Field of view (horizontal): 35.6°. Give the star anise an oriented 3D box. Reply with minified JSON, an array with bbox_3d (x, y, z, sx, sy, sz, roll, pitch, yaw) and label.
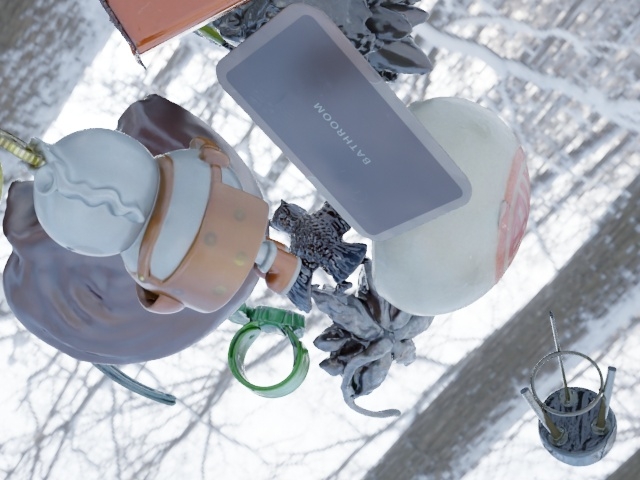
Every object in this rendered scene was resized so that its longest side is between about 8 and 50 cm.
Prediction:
[{"bbox_3d":[0.109,0.160,1.713,0.359,0.316,0.139,27,-168,-44],"label":"star anise"}]

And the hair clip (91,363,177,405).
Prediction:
[{"bbox_3d":[-0.331,0.205,1.621,0.229,0.070,0.039,42,-175,-15],"label":"hair clip"}]

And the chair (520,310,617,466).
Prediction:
[{"bbox_3d":[0.292,0.179,1.169,0.221,0.104,0.095,64,-162,-50],"label":"chair"}]

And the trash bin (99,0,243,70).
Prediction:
[{"bbox_3d":[-0.105,-0.274,0.977,0.184,0.238,0.161,56,175,-13],"label":"trash bin"}]

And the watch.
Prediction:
[{"bbox_3d":[-0.100,0.191,1.720,0.165,0.152,0.131,7,164,12],"label":"watch"}]

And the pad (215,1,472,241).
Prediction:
[{"bbox_3d":[0.021,-0.110,1.012,0.266,0.176,0.002,46,-130,-16],"label":"pad"}]

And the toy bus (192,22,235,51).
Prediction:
[{"bbox_3d":[-0.192,-0.388,1.473,0.175,0.138,0.287,28,-173,-28],"label":"toy bus"}]

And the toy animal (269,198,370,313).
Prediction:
[{"bbox_3d":[-0.006,-0.004,1.550,0.179,0.218,0.116,35,-179,12],"label":"toy animal"}]

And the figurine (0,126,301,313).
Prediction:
[{"bbox_3d":[-0.134,-0.031,0.784,0.271,0.143,0.143,42,-159,-28],"label":"figurine"}]

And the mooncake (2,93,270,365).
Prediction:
[{"bbox_3d":[-0.224,-0.007,1.218,0.325,0.334,0.174,-2,-147,0],"label":"mooncake"}]

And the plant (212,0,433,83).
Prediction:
[{"bbox_3d":[0.013,-0.297,1.328,0.320,0.181,0.194,7,-100,-41],"label":"plant"}]

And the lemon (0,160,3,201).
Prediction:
[{"bbox_3d":[-0.573,-0.078,1.351,0.240,0.219,0.240,45,-143,-49],"label":"lemon"}]

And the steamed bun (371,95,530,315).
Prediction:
[{"bbox_3d":[0.173,-0.040,1.262,0.177,0.283,0.283,10,-158,15],"label":"steamed bun"}]
